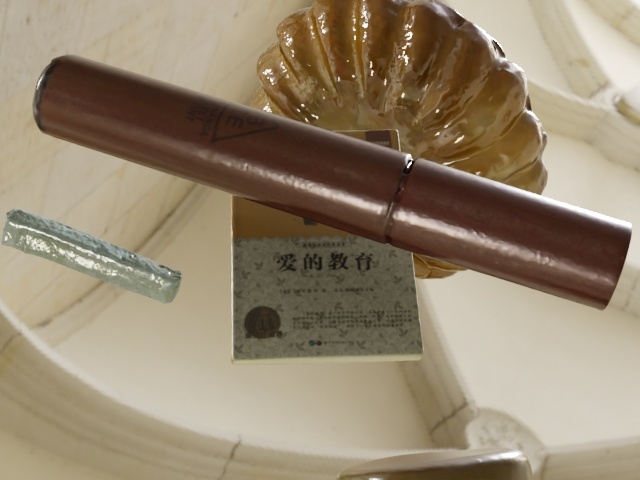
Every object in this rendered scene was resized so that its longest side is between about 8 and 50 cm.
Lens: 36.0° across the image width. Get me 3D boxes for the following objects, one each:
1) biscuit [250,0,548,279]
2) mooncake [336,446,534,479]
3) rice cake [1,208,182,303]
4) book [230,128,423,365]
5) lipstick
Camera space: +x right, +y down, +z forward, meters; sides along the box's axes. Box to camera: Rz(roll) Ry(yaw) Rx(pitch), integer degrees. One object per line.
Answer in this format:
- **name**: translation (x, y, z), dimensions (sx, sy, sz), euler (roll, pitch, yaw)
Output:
- **biscuit**: translation (0.062, -0.092, 0.994), dimensions (0.326, 0.325, 0.107), euler (33, -135, 8)
- **mooncake**: translation (0.127, 0.308, 1.151), dimensions (0.235, 0.235, 0.117), euler (-2, -97, -30)
- **rice cake**: translation (-0.210, 0.015, 0.906), dimensions (0.171, 0.033, 0.029), euler (21, -151, -5)
- **book**: translation (0.000, 0.000, 0.640), dimensions (0.118, 0.012, 0.172), euler (-2, -121, -4)
- **lipstick**: translation (0.000, -0.038, 0.583), dimensions (0.357, 0.057, 0.057), euler (18, -141, 8)
